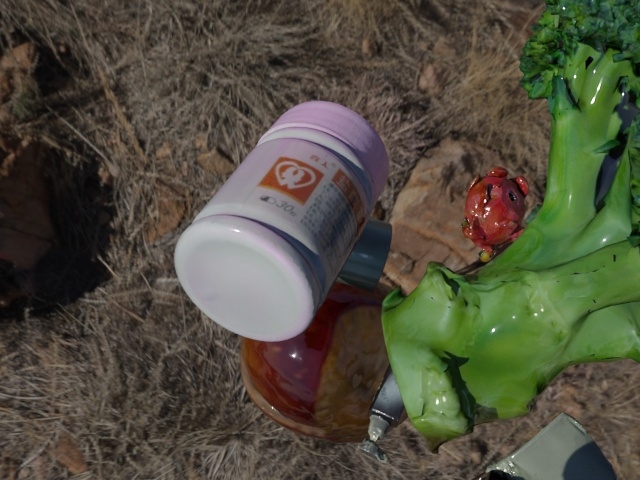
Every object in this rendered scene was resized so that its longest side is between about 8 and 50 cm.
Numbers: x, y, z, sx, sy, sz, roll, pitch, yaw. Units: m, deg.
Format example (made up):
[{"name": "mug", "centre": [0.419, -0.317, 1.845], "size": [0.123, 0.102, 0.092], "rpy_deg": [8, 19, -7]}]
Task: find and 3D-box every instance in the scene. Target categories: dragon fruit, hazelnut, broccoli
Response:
[{"name": "dragon fruit", "centre": [0.257, -0.042, 1.026], "size": [0.112, 0.068, 0.126], "rpy_deg": [40, 68, -37]}, {"name": "hazelnut", "centre": [0.025, 0.234, 1.464], "size": [0.409, 0.359, 0.359], "rpy_deg": [25, 72, -28]}, {"name": "broccoli", "centre": [0.173, -0.005, 0.391], "size": [0.297, 0.297, 0.297], "rpy_deg": [-23, 78, 8]}]

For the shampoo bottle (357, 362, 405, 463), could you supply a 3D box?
[{"name": "shampoo bottle", "centre": [0.122, 0.258, 1.179], "size": [0.064, 0.057, 0.207], "rpy_deg": [20, 66, 18]}]

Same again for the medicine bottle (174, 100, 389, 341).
[{"name": "medicine bottle", "centre": [-0.041, -0.036, 1.003], "size": [0.202, 0.202, 0.316], "rpy_deg": [29, 47, 2]}]

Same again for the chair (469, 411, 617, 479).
[{"name": "chair", "centre": [0.330, 0.452, 1.195], "size": [0.319, 0.186, 0.160], "rpy_deg": [-38, 85, 17]}]

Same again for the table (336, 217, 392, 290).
[{"name": "table", "centre": [0.000, 0.000, 1.235], "size": [0.220, 0.126, 0.126], "rpy_deg": [16, 74, -5]}]
